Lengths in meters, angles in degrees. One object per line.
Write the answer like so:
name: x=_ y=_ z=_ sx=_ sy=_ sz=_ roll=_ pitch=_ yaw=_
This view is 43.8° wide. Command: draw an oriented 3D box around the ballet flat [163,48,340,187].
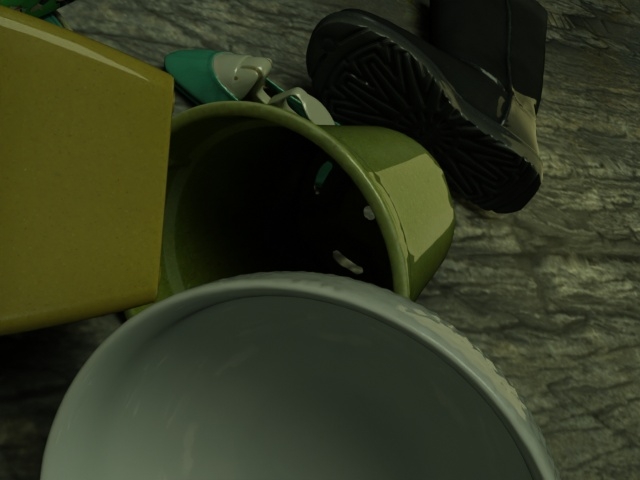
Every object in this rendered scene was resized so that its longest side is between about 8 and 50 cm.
ballet flat: x=-0.059 y=-0.160 z=0.911 sx=0.247 sy=0.087 sz=0.083 roll=35 pitch=43 yaw=-9

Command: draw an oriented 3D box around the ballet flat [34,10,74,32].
ballet flat: x=-0.318 y=-0.244 z=0.792 sx=0.086 sy=0.086 sz=0.248 roll=-20 pitch=71 yaw=-44

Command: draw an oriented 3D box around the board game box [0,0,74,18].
board game box: x=-0.385 y=-0.316 z=0.742 sx=0.213 sy=0.046 sz=0.317 roll=-30 pitch=76 yaw=-15

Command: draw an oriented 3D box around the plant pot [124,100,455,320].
plant pot: x=0.000 y=0.000 z=0.728 sx=0.276 sy=0.276 sz=0.254 roll=51 pitch=32 yaw=8

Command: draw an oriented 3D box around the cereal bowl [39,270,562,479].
cereal bowl: x=-0.005 y=0.179 z=0.534 sx=0.339 sy=0.339 sz=0.141 roll=48 pitch=17 yaw=5

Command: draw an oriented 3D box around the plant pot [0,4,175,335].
plant pot: x=-0.199 y=-0.043 z=0.532 sx=0.187 sy=0.212 sz=0.212 roll=4 pitch=93 yaw=-14

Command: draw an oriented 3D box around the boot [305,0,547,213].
boot: x=0.176 y=-0.292 z=1.148 sx=0.367 sy=0.146 sz=0.445 roll=36 pitch=45 yaw=-20
